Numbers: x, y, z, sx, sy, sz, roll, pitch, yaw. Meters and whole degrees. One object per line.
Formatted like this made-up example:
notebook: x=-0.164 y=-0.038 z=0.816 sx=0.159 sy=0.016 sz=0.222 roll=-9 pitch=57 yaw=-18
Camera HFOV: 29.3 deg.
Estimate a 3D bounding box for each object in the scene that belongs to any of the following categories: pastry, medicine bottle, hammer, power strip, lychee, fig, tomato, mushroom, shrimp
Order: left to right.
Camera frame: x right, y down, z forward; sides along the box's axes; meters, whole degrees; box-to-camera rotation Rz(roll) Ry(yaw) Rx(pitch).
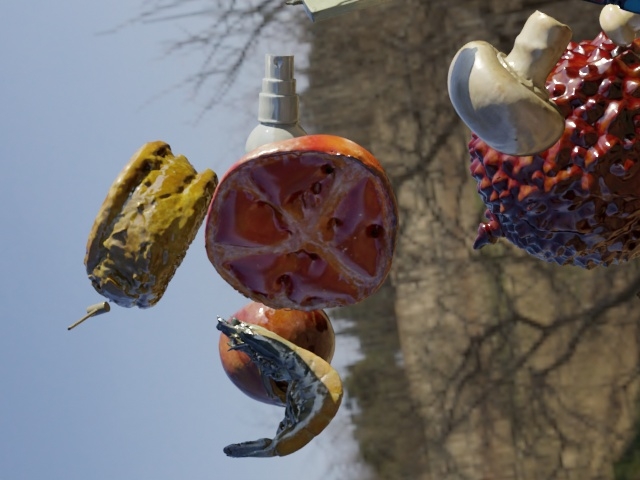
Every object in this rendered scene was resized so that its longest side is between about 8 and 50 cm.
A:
hammer: x=-0.378 y=0.123 z=1.967 sx=0.019 sy=0.035 sz=0.110 roll=70 pitch=-159 yaw=-7
pastry: x=-0.232 y=-0.009 z=1.702 sx=0.240 sy=0.132 sz=0.235 roll=-57 pitch=-9 yaw=-53
shrimp: x=-0.102 y=0.216 z=1.785 sx=0.198 sy=0.262 sz=0.051 roll=-45 pitch=-31 yaw=-22
medicine bottle: x=-0.069 y=-0.126 z=1.993 sx=0.110 sy=0.110 sz=0.351 roll=-72 pitch=-16 yaw=-78
fig: x=-0.068 y=0.184 z=1.980 sx=0.205 sy=0.205 sz=0.205 roll=-9 pitch=-90 yaw=-85
tomato: x=-0.015 y=-0.020 z=0.955 sx=0.069 sy=0.156 sz=0.155 roll=-89 pitch=-11 yaw=-58
power strip: x=0.058 y=-0.373 z=1.788 sx=0.029 sy=0.227 sz=0.080 roll=82 pitch=170 yaw=-55
mushroom: x=0.296 y=-0.232 z=1.855 sx=0.206 sy=0.209 sz=0.206 roll=43 pitch=167 yaw=13
lychee: x=0.455 y=-0.144 z=2.188 sx=0.424 sy=0.500 sz=0.424 roll=43 pitch=-164 yaw=-16

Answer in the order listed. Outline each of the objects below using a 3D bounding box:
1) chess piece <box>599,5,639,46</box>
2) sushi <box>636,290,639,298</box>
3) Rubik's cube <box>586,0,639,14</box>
chess piece: x=0.561 y=-0.417 z=1.877 sx=0.139 sy=0.307 sz=0.124 roll=44 pitch=-153 yaw=-21
sushi: x=0.694 y=0.103 z=1.976 sx=0.290 sy=0.264 sz=0.050 roll=49 pitch=-173 yaw=-10
Rubik's cube: x=0.450 y=-0.322 z=1.548 sx=0.284 sy=0.250 sz=0.234 roll=21 pitch=-143 yaw=-61
